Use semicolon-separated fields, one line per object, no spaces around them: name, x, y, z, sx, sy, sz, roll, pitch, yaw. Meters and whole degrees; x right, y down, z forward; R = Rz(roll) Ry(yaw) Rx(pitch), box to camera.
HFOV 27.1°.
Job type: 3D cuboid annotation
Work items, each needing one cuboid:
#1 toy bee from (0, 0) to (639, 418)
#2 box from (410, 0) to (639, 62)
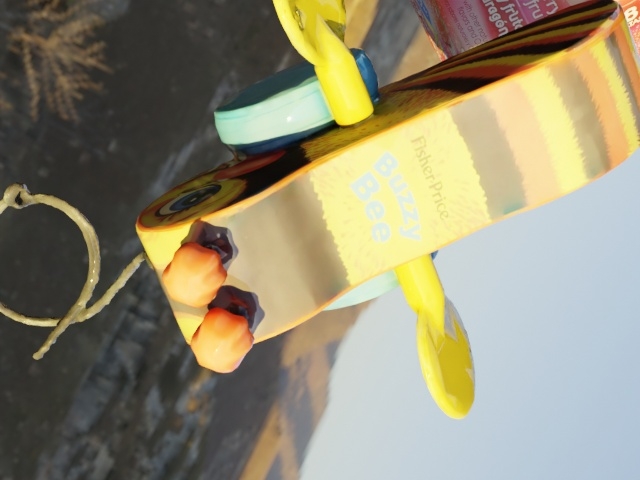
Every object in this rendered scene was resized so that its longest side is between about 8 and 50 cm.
toy bee;0.000;0.000;0.525;0.298;0.195;0.162;-41;-167;12
box;0.106;-0.201;0.847;0.122;0.257;0.128;-24;154;2
